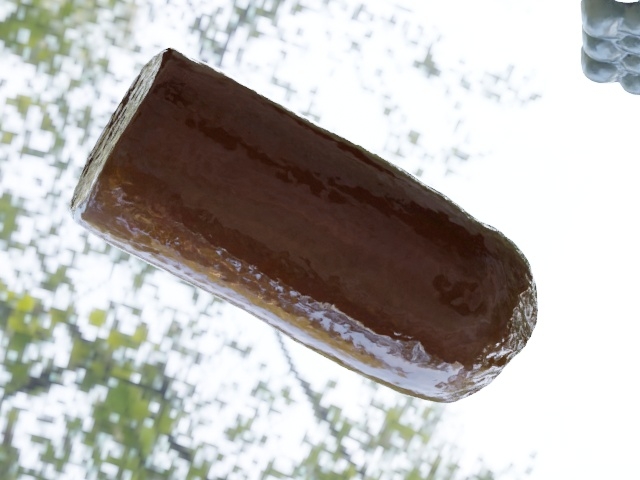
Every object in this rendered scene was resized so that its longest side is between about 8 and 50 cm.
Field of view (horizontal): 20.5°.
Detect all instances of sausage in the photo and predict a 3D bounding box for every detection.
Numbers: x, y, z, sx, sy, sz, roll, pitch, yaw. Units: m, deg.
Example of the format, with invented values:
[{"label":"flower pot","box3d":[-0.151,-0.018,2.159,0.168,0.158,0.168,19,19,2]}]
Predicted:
[{"label":"sausage","box3d":[0.000,0.000,0.958,0.259,0.113,0.114,28,-142,-11]}]

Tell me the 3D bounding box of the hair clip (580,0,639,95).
[{"label":"hair clip","box3d":[0.200,-0.119,0.900,0.140,0.220,0.054,9,-110,11]}]
